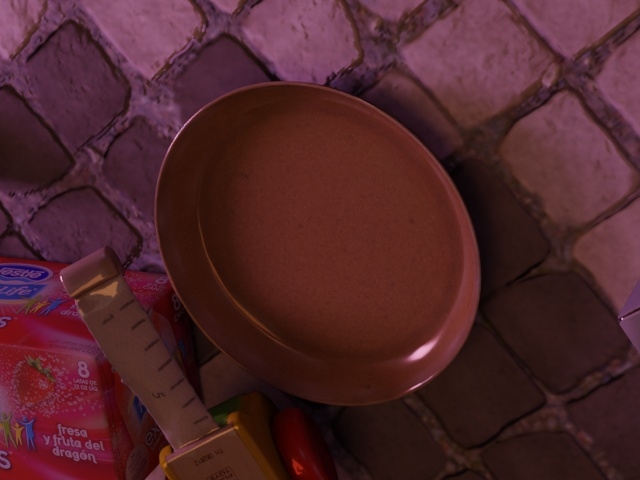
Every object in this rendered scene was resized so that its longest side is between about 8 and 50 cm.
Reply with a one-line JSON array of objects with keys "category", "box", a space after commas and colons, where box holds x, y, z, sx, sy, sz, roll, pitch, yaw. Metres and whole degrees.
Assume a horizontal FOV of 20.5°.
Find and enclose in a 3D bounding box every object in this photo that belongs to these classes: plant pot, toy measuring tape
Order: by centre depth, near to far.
[{"category": "plant pot", "box": [0.000, 0.000, 1.178, 0.236, 0.032, 0.236, 12, 120, 21]}, {"category": "toy measuring tape", "box": [-0.077, 0.118, 1.205, 0.121, 0.121, 0.330, -13, 123, 31]}]

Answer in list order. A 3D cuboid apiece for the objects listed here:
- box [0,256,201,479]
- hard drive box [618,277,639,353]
[{"category": "box", "box": [-0.230, 0.092, 1.279, 0.257, 0.128, 0.122, 6, 117, 24]}, {"category": "hard drive box", "box": [0.284, 0.079, 0.986, 0.089, 0.181, 0.232, -32, 99, 34]}]
